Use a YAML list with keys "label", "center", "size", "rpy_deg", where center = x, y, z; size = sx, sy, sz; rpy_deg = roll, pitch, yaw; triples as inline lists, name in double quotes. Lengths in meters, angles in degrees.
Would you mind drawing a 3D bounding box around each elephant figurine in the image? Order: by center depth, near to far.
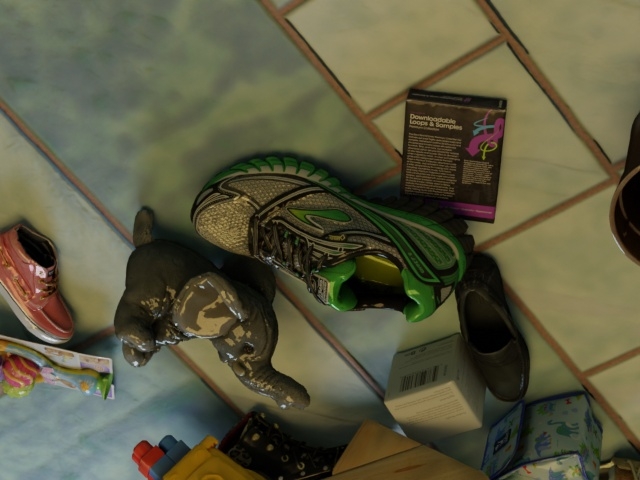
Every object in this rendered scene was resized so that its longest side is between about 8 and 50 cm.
- label: "elephant figurine"
  center: [-0.123, 0.089, 1.850]
  size: [0.239, 0.169, 0.186]
  rpy_deg: [5, 142, 17]

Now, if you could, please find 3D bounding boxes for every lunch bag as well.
- label: "lunch bag"
  center: [0.280, 0.273, 1.912]
  size: [0.151, 0.129, 0.096]
  rpy_deg: [-16, 117, 25]

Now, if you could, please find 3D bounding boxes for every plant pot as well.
- label: "plant pot"
  center: [0.399, -0.073, 1.605]
  size: [0.167, 0.165, 0.167]
  rpy_deg: [6, 128, 7]

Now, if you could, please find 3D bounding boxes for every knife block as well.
- label: "knife block"
  center: [0.060, 0.360, 1.846]
  size: [0.276, 0.242, 0.088]
  rpy_deg: [22, 160, 32]

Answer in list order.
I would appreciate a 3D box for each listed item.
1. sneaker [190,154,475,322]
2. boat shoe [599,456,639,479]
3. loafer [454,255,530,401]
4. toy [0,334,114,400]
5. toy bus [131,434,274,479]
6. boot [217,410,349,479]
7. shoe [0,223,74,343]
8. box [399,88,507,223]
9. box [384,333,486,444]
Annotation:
- label: "sneaker"
  center: [0.000, 0.000, 1.745]
  size: [0.344, 0.146, 0.134]
  rpy_deg: [12, 130, 18]
- label: "boat shoe"
  center: [0.410, 0.347, 1.950]
  size: [0.302, 0.113, 0.103]
  rpy_deg: [-18, 126, 25]
- label: "loafer"
  center: [0.211, 0.123, 1.846]
  size: [0.076, 0.078, 0.223]
  rpy_deg: [-8, 124, 18]
- label: "toy"
  center: [-0.402, 0.181, 2.014]
  size: [0.237, 0.056, 0.137]
  rpy_deg: [10, 150, -1]
- label: "toy bus"
  center: [-0.168, 0.356, 2.013]
  size: [0.211, 0.149, 0.220]
  rpy_deg: [40, 156, 12]
- label: "boot"
  center: [-0.020, 0.294, 2.014]
  size: [0.178, 0.085, 0.236]
  rpy_deg: [37, 134, -14]
- label: "shoe"
  center: [-0.368, 0.058, 1.934]
  size: [0.081, 0.063, 0.178]
  rpy_deg: [-26, 114, 31]
- label: "box"
  center: [0.154, -0.097, 1.726]
  size: [0.116, 0.029, 0.162]
  rpy_deg: [8, 129, 8]
- label: "box"
  center: [0.150, 0.193, 1.898]
  size: [0.101, 0.102, 0.087]
  rpy_deg: [-21, 118, 25]
